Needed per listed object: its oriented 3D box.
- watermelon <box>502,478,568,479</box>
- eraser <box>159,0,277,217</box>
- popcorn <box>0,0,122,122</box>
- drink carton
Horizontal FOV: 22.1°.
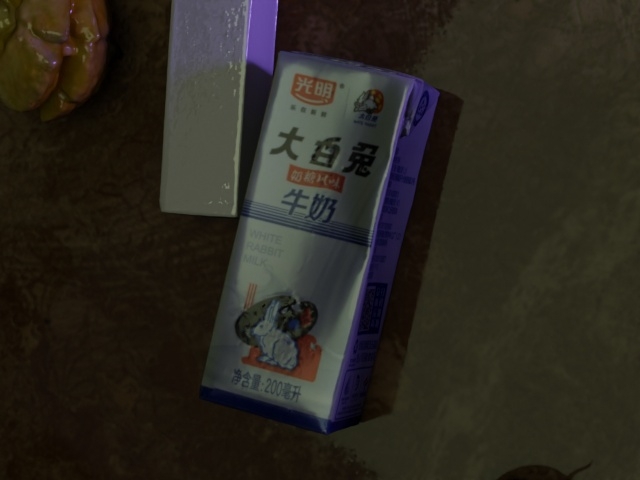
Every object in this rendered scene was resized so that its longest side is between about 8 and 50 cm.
[{"bbox_3d":[0.166,0.245,1.367,0.105,0.105,0.133,39,111,14],"label":"watermelon"},{"bbox_3d":[-0.088,-0.169,1.472,0.078,0.076,0.298,4,91,17],"label":"eraser"},{"bbox_3d":[-0.253,-0.189,1.491,0.152,0.148,0.167,6,59,-13],"label":"popcorn"},{"bbox_3d":[0.000,0.000,1.429,0.131,0.106,0.315,13,92,16],"label":"drink carton"}]
